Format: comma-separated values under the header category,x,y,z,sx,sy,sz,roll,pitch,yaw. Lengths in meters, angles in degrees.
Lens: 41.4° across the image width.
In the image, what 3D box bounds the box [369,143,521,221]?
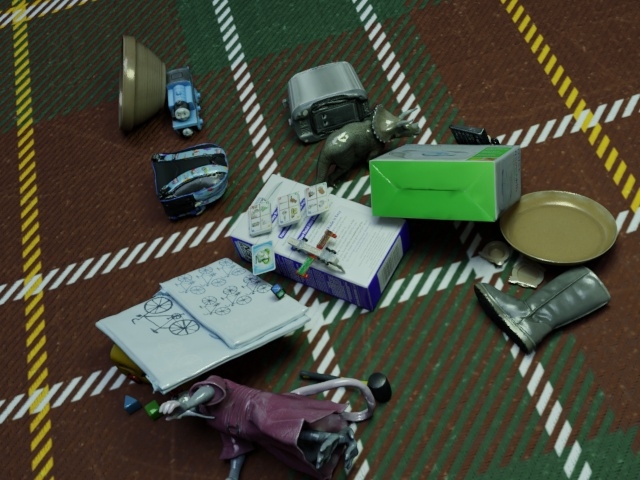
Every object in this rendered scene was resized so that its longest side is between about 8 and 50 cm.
category,x,y,z,sx,sy,sz,roll,pitch,yaw
box,0.265,-0.123,1.763,0.262,0.126,0.231,3,16,26

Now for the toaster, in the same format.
category,x,y,z,sx,sy,sz,roll,pitch,yaw
toaster,0.023,-0.343,2.054,0.227,0.129,0.146,-17,51,0

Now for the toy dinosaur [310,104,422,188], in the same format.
category,x,y,z,sx,sy,sz,roll,pitch,yaw
toy dinosaur,0.070,-0.214,1.931,0.314,0.160,0.121,-21,53,-5

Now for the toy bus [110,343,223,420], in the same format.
category,x,y,z,sx,sy,sz,roll,pitch,yaw
toy bus,-0.322,0.241,1.711,0.202,0.104,0.191,-23,54,-5

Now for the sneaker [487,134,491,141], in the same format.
category,x,y,z,sx,sy,sz,roll,pitch,yaw
sneaker,0.353,-0.231,1.967,0.083,0.032,0.037,8,56,17

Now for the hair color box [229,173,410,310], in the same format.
category,x,y,z,sx,sy,sz,roll,pitch,yaw
hair color box,0.000,0.000,1.823,0.339,0.110,0.185,21,62,22

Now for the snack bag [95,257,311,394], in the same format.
category,x,y,z,sx,sy,sz,roll,pitch,yaw
snack bag,-0.245,0.154,1.688,0.343,0.037,0.323,-24,33,-29

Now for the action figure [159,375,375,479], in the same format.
category,x,y,z,sx,sy,sz,roll,pitch,yaw
action figure,-0.122,0.305,1.541,0.370,0.248,0.275,13,47,26

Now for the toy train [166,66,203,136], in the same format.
category,x,y,z,sx,sy,sz,roll,pitch,yaw
toy train,-0.348,-0.350,2.145,0.080,0.105,0.184,-12,53,2

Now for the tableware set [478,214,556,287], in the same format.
category,x,y,z,sx,sy,sz,roll,pitch,yaw
tableware set,0.427,0.019,1.779,0.141,0.020,0.168,31,65,29

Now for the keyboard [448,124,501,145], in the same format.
category,x,y,z,sx,sy,sz,roll,pitch,yaw
keyboard,0.349,-0.212,1.869,0.108,0.180,0.023,11,82,21

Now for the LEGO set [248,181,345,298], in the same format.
category,x,y,z,sx,sy,sz,roll,pitch,yaw
LEGO set,-0.053,0.008,1.750,0.182,0.060,0.244,-17,51,13

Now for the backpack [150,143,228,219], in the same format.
category,x,y,z,sx,sy,sz,roll,pitch,yaw
backpack,-0.293,-0.142,1.976,0.173,0.117,0.158,-17,53,-1

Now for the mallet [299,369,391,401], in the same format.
category,x,y,z,sx,sy,sz,roll,pitch,yaw
mallet,0.050,0.280,1.659,0.190,0.062,0.039,1,52,30

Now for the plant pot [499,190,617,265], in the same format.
category,x,y,z,sx,sy,sz,roll,pitch,yaw
plant pot,0.491,-0.022,1.760,0.236,0.032,0.236,-3,40,2

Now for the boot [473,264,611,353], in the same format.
category,x,y,z,sx,sy,sz,roll,pitch,yaw
boot,0.437,0.105,1.681,0.208,0.076,0.189,-37,69,-8

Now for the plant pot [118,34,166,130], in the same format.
category,x,y,z,sx,sy,sz,roll,pitch,yaw
plant pot,-0.450,-0.392,2.139,0.110,0.237,0.237,2,51,-16
